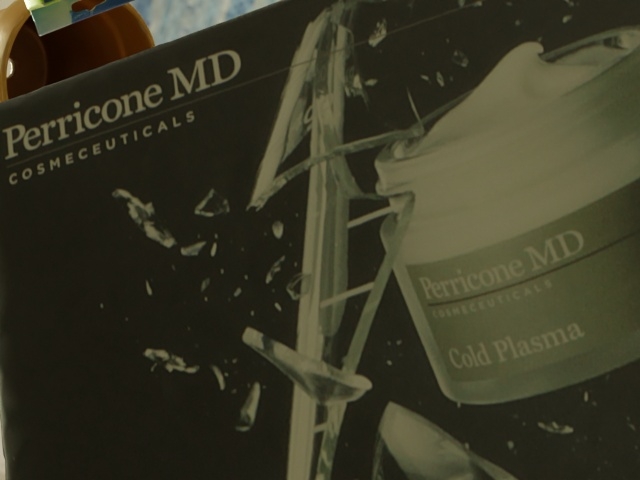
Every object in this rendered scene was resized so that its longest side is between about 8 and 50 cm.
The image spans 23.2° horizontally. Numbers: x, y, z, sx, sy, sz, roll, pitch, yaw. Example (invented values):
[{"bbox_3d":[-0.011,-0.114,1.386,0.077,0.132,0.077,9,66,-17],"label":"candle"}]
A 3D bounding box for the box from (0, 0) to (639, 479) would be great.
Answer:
[{"bbox_3d":[0.090,0.109,0.905,0.297,0.480,0.471,40,-144,-61],"label":"box"}]

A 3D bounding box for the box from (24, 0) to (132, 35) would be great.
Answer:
[{"bbox_3d":[-0.204,-0.264,1.235,0.109,0.042,0.178,-26,-76,-28],"label":"box"}]

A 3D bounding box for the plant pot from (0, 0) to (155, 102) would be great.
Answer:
[{"bbox_3d":[-0.322,-0.193,1.794,0.205,0.188,0.205,-9,-75,-40],"label":"plant pot"}]
